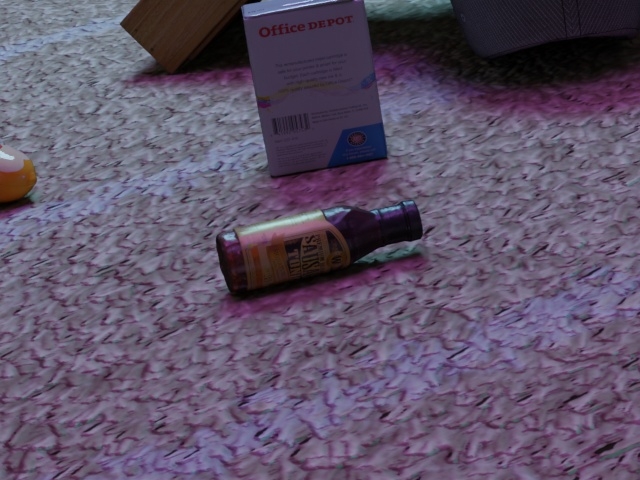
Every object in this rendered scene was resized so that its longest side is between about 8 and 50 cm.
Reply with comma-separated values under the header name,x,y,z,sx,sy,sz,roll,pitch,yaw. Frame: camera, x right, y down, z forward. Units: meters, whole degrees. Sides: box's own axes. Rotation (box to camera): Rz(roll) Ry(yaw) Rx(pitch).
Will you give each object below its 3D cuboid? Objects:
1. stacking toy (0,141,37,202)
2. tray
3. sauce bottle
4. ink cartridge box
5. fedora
name,x,y,z,sx,sy,sz,roll,pitch,yaw
stacking toy,-0.360,-0.074,1.491,0.302,0.165,0.175,10,19,10
tray,0.003,-0.333,1.757,0.411,0.076,0.203,-43,4,28
sauce bottle,0.000,0.000,1.227,0.128,0.042,0.042,-14,20,-8
ink cartridge box,-0.005,-0.118,1.436,0.089,0.122,0.052,-10,20,-1
fedora,0.186,-0.218,1.620,0.244,0.124,0.275,-11,13,-7
